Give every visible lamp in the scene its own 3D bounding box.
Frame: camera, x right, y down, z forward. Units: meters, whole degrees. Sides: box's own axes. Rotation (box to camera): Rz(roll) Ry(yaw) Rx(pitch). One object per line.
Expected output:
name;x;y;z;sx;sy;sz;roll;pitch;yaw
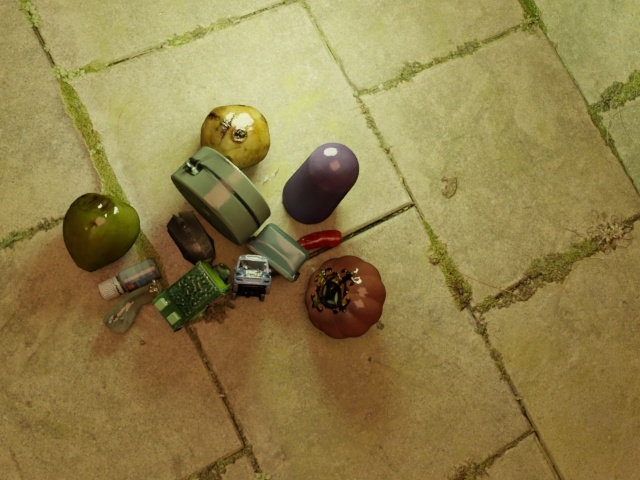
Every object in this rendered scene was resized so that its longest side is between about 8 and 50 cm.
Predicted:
lamp;0.096;0.206;1.846;0.239;0.305;0.306;31;69;-51

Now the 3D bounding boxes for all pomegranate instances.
pomegranate;-0.308;-0.374;1.878;0.260;0.260;0.261;2;79;-11

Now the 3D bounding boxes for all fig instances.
fig;-0.741;-0.023;1.733;0.239;0.239;0.271;16;90;-8

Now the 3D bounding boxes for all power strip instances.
power strip;-0.343;-0.157;1.769;0.357;0.357;0.161;43;77;-1

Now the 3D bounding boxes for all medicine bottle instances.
medicine bottle;-0.662;0.136;1.789;0.203;0.083;0.084;-24;85;-14

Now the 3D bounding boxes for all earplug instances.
earplug;0.009;-0.205;1.799;0.215;0.456;0.215;3;79;-14

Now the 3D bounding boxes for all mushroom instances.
mushroom;-0.638;0.220;1.770;0.223;0.081;0.092;-43;57;-10

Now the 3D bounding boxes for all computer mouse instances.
computer mouse;-0.463;-0.010;1.863;0.126;0.071;0.231;-32;86;-15

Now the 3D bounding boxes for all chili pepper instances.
chili pepper;0.000;0.000;1.962;0.272;0.063;0.071;-11;69;-10

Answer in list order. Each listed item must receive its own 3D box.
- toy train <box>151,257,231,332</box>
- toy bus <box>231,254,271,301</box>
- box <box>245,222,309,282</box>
toy train;-0.428;0.177;1.755;0.271;0.188;0.159;-38;89;9
toy bus;-0.239;0.130;1.768;0.125;0.292;0.133;4;76;-10
box;-0.150;0.042;1.860;0.227;0.162;0.130;40;96;-2
